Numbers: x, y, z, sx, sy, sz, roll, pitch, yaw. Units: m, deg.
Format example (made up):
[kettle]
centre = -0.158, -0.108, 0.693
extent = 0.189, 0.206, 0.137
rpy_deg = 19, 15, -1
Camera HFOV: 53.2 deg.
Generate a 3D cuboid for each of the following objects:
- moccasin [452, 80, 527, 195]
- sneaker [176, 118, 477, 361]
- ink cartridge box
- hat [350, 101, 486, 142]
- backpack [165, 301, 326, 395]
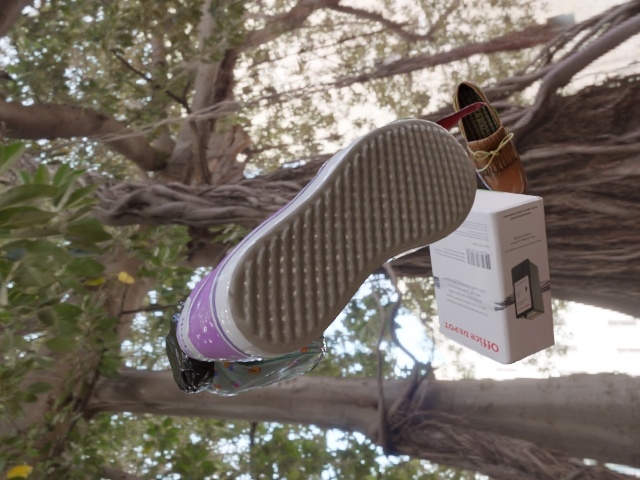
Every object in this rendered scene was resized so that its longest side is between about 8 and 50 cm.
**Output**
[moccasin]
centre = 0.493, -0.291, 1.862
extent = 0.147, 0.139, 0.380
rpy_deg = -7, -102, -70
[sneaker]
centre = -0.001, -0.001, 0.521
extent = 0.282, 0.161, 0.102
rpy_deg = -33, -89, -34
[ink cartridge box]
centre = 0.300, 0.056, 1.147
extent = 0.114, 0.198, 0.273
rpy_deg = -16, -74, -23
[hat]
centre = 0.181, -0.243, 1.324
extent = 0.208, 0.173, 0.184
rpy_deg = -12, -42, -35
[backpack]
centre = -0.086, 0.120, 0.769
extent = 0.181, 0.152, 0.115
rpy_deg = -11, -105, -24
